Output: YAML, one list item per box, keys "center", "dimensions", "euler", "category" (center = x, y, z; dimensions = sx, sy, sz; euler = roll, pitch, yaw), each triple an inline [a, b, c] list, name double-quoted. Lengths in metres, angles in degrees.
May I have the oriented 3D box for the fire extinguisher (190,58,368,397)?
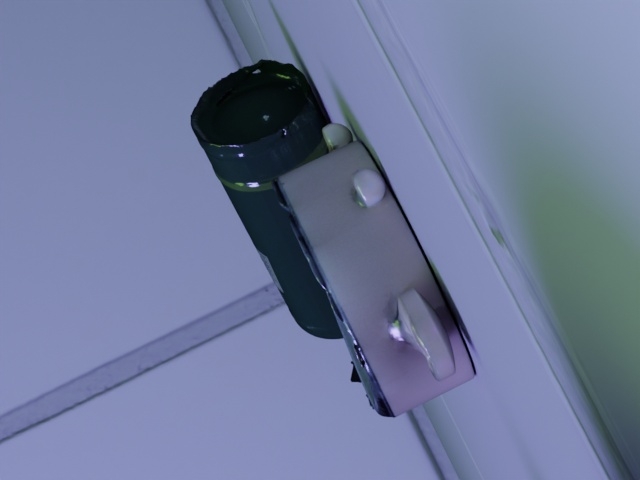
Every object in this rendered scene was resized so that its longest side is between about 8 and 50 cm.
- center: [0.000, 0.000, 1.122]
  dimensions: [0.118, 0.093, 0.294]
  euler: [-80, -26, -42]
  category: "fire extinguisher"

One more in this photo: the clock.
- center: [0.026, 0.021, 0.831]
  dimensions: [0.155, 0.063, 0.229]
  euler: [63, 179, -24]
  category: "clock"
